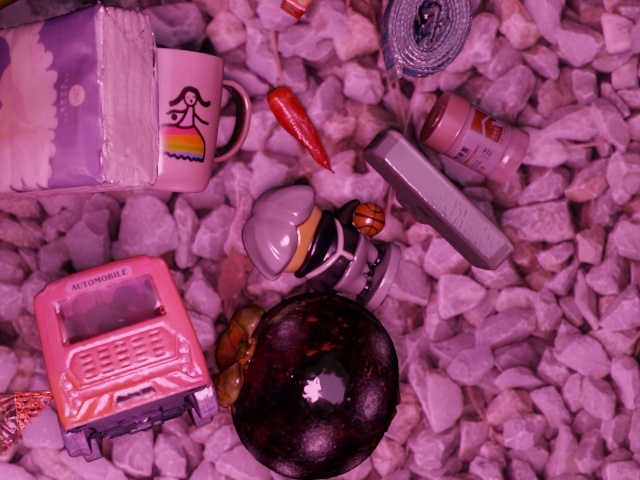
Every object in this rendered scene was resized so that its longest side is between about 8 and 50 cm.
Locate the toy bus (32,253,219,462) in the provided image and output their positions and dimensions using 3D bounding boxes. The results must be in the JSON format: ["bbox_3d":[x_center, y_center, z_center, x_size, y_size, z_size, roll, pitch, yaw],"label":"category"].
[{"bbox_3d":[-0.269,0.163,1.559,0.203,0.427,0.233,-17,82,-11],"label":"toy bus"}]

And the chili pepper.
[{"bbox_3d":[-0.031,-0.176,1.804,0.045,0.027,0.178,-35,98,-10],"label":"chili pepper"}]

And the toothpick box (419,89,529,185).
[{"bbox_3d":[0.245,-0.163,1.824,0.149,0.098,0.098,27,85,-11],"label":"toothpick box"}]

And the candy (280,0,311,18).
[{"bbox_3d":[-0.015,-0.412,1.790,0.038,0.062,0.122,30,84,-8],"label":"candy"}]

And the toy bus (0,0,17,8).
[{"bbox_3d":[-0.462,-0.418,1.667,0.262,0.128,0.150,-29,96,-9],"label":"toy bus"}]

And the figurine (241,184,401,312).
[{"bbox_3d":[0.000,0.000,1.758,0.236,0.133,0.176,24,76,-13],"label":"figurine"}]

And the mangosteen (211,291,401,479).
[{"bbox_3d":[-0.023,0.209,1.682,0.288,0.288,0.288,0,90,-12],"label":"mangosteen"}]

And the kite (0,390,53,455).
[{"bbox_3d":[-0.505,0.271,1.714,0.125,0.008,0.222,42,82,-8],"label":"kite"}]

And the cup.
[{"bbox_3d":[-0.217,-0.172,1.698,0.253,0.191,0.200,2,93,-38],"label":"cup"}]

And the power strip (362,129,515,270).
[{"bbox_3d":[0.172,-0.063,1.760,0.265,0.193,0.059,43,85,-8],"label":"power strip"}]

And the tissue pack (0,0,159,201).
[{"bbox_3d":[-0.382,-0.181,1.586,0.125,0.344,0.242,-3,90,-53],"label":"tissue pack"}]

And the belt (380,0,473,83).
[{"bbox_3d":[0.169,-0.343,1.819,0.148,0.082,0.163,-10,91,-7],"label":"belt"}]
